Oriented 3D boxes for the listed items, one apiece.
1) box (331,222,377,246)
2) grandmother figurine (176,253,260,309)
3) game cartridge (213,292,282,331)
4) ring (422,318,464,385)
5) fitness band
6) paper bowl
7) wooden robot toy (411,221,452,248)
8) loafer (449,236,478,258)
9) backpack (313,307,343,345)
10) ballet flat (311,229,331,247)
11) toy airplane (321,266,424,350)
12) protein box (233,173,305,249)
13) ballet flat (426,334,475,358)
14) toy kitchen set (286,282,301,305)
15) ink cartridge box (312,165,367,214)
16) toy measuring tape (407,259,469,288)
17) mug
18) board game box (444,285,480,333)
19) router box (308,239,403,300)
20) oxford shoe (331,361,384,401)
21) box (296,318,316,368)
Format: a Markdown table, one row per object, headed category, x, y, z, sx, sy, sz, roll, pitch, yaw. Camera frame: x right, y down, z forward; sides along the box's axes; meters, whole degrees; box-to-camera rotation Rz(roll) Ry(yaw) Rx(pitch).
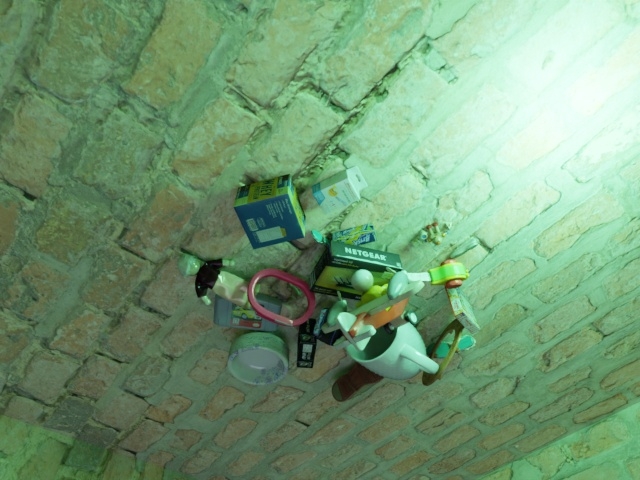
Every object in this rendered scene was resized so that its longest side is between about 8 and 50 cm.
| category | x | y | z | sx | sy | sz | roll | pitch | yaw |
| --- | --- | --- | --- | --- | --- | --- | --- | --- | --- |
| box | 0.132 | -0.014 | 1.755 | 0.168 | 0.054 | 0.059 | -14 | 127 | 10 |
| grandmother figurine | -0.429 | 0.165 | 1.840 | 0.342 | 0.208 | 0.104 | 31 | 163 | -13 |
| game cartridge | -0.323 | 0.311 | 1.999 | 0.293 | 0.060 | 0.196 | 7 | 123 | -7 |
| ring | 0.545 | 0.493 | 1.985 | 0.032 | 0.337 | 0.337 | 30 | 125 | 6 |
| fitness band | -0.159 | 0.234 | 1.845 | 0.290 | 0.209 | 0.054 | 24 | 152 | -11 |
| paper bowl | -0.286 | 0.536 | 2.110 | 0.283 | 0.148 | 0.285 | 0 | 128 | -1 |
| wooden robot toy | 0.438 | -0.014 | 1.746 | 0.173 | 0.079 | 0.076 | -23 | 125 | 15 |
| loafer | 0.573 | 0.031 | 1.814 | 0.125 | 0.039 | 0.045 | -35 | 152 | 30 |
| backpack | 0.059 | 0.383 | 2.003 | 0.116 | 0.158 | 0.173 | 18 | 176 | 22 |
| ballet flat | 0.000 | 0.000 | 1.775 | 0.114 | 0.041 | 0.041 | 32 | 120 | -22 |
| toy airplane | 0.174 | 0.243 | 1.677 | 0.385 | 0.273 | 0.384 | -22 | 169 | -3 |
| protein box | -0.177 | -0.102 | 1.629 | 0.201 | 0.136 | 0.200 | -13 | 126 | 9 |
| ballet flat | 0.628 | 0.520 | 2.162 | 0.240 | 0.091 | 0.077 | -18 | 151 | 17 |
| toy kitchen set | -0.134 | 0.242 | 1.937 | 0.075 | 0.068 | 0.083 | -32 | 121 | 21 |
| ink cartridge box | 0.072 | -0.180 | 1.621 | 0.181 | 0.062 | 0.104 | -24 | 124 | 16 |
| toy measuring tape | 0.480 | 0.132 | 1.804 | 0.329 | 0.121 | 0.121 | 4 | 130 | -29 |
| mug | 0.341 | 0.477 | 1.953 | 0.328 | 0.374 | 0.276 | 41 | 74 | -35 |
| board game box | 0.594 | 0.275 | 1.898 | 0.045 | 0.194 | 0.146 | -34 | 120 | 22 |
| router box | 0.137 | 0.132 | 1.810 | 0.308 | 0.081 | 0.243 | 11 | 135 | -19 |
| oxford shoe | 0.236 | 0.669 | 2.261 | 0.396 | 0.141 | 0.146 | -37 | 151 | 19 |
| box | -0.064 | 0.471 | 2.065 | 0.077 | 0.147 | 0.180 | 5 | 128 | -4 |
